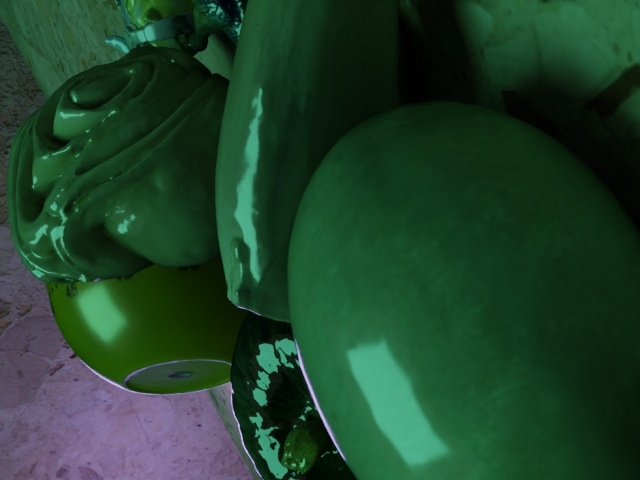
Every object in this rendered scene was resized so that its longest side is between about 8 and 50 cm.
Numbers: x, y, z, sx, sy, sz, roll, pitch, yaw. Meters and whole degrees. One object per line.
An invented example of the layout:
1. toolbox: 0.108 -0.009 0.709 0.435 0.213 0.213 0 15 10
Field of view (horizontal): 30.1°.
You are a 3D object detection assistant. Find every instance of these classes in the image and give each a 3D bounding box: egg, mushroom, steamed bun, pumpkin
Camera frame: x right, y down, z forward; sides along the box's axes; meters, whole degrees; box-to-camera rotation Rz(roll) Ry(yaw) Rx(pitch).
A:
1. egg: 0.115 0.070 0.817 0.352 0.258 0.258 65 164 2
2. mushroom: -0.010 -0.102 0.923 0.137 0.154 0.407 -134 40 -62
3. steamed bun: -0.204 -0.109 1.344 0.324 0.309 0.219 -109 7 -62
4. pumpkin: 0.037 0.159 1.199 0.300 0.207 0.300 18 118 37

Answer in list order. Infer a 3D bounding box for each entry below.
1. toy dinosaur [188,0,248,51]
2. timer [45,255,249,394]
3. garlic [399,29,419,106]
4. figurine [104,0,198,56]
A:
1. toy dinosaur: -0.115 -0.278 1.294 0.363 0.076 0.147 66 161 -5
2. timer: -0.207 0.007 1.650 0.376 0.376 0.387 108 154 -69
3. garlic: 0.014 -0.170 1.039 0.115 0.128 0.207 -36 74 50
4. figurine: -0.200 -0.293 1.454 0.184 0.128 0.208 21 132 64
